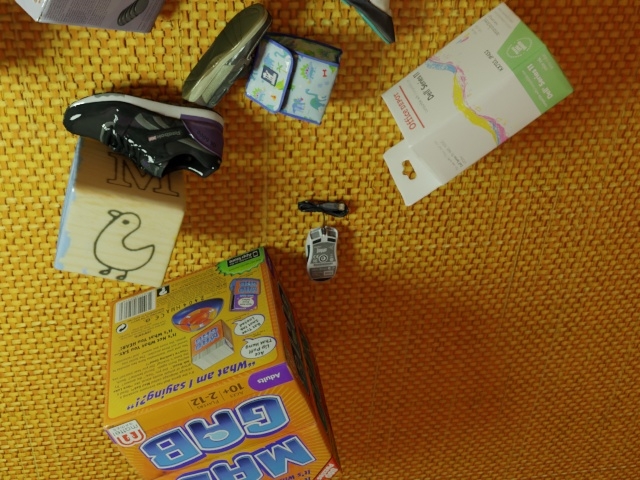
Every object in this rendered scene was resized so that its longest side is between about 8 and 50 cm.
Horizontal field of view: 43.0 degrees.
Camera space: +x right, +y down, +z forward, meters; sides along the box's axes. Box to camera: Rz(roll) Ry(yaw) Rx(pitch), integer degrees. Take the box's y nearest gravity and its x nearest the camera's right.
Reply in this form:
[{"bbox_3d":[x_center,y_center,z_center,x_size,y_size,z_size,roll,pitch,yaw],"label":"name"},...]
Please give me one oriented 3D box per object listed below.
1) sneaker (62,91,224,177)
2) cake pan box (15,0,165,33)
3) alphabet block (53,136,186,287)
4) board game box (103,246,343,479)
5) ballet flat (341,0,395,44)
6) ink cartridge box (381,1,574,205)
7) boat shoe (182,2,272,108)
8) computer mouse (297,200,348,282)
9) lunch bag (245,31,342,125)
[{"bbox_3d":[-0.311,-0.178,1.436,0.283,0.124,0.107,4,155,-13],"label":"sneaker"},{"bbox_3d":[-0.299,-0.442,1.216,0.070,0.246,0.267,43,118,15],"label":"cake pan box"},{"bbox_3d":[-0.367,-0.053,1.494,0.197,0.193,0.192,11,124,-19],"label":"alphabet block"},{"bbox_3d":[-0.201,0.301,1.682,0.357,0.356,0.356,-20,127,3],"label":"board game box"},{"bbox_3d":[0.073,-0.420,1.400,0.203,0.074,0.074,33,113,-27],"label":"ballet flat"},{"bbox_3d":[0.245,-0.245,1.474,0.353,0.207,0.119,-37,126,14],"label":"ink cartridge box"},{"bbox_3d":[-0.153,-0.318,1.423,0.073,0.080,0.223,27,124,-37],"label":"boat shoe"},{"bbox_3d":[0.000,0.000,1.707,0.106,0.042,0.193,-4,121,-15],"label":"computer mouse"},{"bbox_3d":[-0.050,-0.294,1.454,0.151,0.096,0.128,18,124,-4],"label":"lunch bag"}]
